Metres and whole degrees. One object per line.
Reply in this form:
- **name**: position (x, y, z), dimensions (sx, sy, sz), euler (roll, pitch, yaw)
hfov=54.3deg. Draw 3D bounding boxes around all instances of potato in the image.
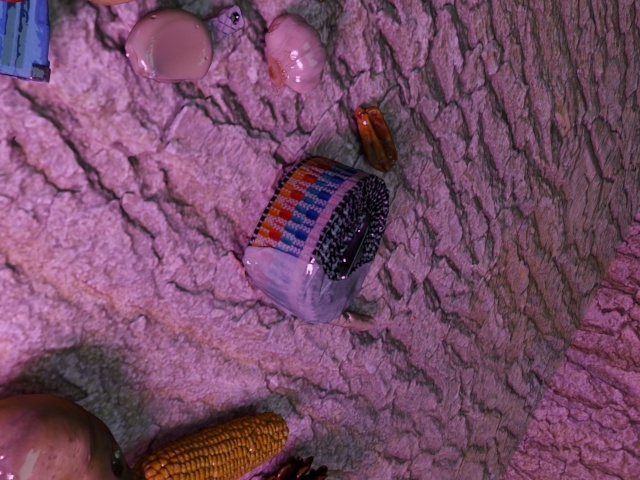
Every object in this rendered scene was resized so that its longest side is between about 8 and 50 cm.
- **potato**: position (-0.332, 0.298, 0.760), dimensions (0.191, 0.141, 0.296), euler (-61, 145, -27)

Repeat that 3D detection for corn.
- **corn**: position (-0.177, 0.345, 0.987), dimensions (0.310, 0.102, 0.101), euler (-10, 114, -54)

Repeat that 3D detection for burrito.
- **burrito**: position (0.044, 0.145, 1.190), dimensions (0.041, 0.045, 0.186), euler (-39, 148, 20)

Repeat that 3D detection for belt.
- **belt**: position (0.000, 0.000, 1.000), dimensions (0.257, 0.150, 0.207), euler (-65, 150, -4)

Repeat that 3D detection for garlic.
- **garlic**: position (-0.030, -0.272, 0.902), dimensions (0.094, 0.074, 0.113), euler (-35, 115, -22)

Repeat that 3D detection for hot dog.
- **hot dog**: position (0.098, -0.181, 1.116), dimensions (0.062, 0.038, 0.144), euler (-49, 135, -19)

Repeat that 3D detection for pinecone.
- **pinecone**: position (-0.042, 0.506, 1.147), dimensions (0.208, 0.208, 0.207), euler (-23, 123, -41)

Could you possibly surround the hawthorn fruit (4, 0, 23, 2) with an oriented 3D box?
- **hawthorn fruit**: position (-0.232, -0.260, 0.427), dimensions (0.205, 0.205, 0.253), euler (23, 53, -51)

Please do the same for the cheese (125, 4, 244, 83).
- **cheese**: position (-0.162, -0.244, 0.783), dimensions (0.171, 0.048, 0.092), euler (-23, 123, -42)

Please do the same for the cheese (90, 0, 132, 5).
- **cheese**: position (-0.216, -0.365, 0.624), dimensions (0.214, 0.117, 0.225), euler (44, 68, -45)

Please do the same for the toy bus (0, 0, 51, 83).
- **toy bus**: position (-0.355, -0.208, 0.525), dimensions (0.234, 0.116, 0.133), euler (0, 103, -47)

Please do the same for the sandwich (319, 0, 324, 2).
- **sandwich**: position (-0.008, -0.423, 0.911), dimensions (0.074, 0.074, 0.116), euler (-55, 171, -17)
